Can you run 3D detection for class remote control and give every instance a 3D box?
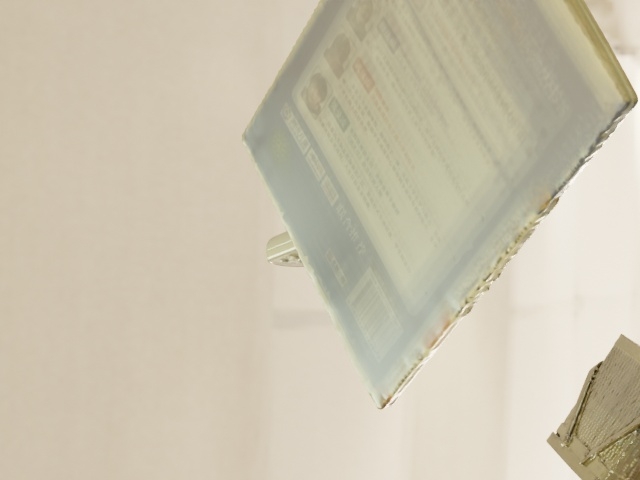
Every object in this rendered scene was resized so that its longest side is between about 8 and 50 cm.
[{"bbox_3d":[0.000,0.000,2.212,0.221,0.078,0.042,156,118,-64],"label":"remote control"}]

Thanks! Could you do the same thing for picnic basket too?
[{"bbox_3d":[0.346,0.207,1.803,0.139,0.165,0.266,-56,8,3],"label":"picnic basket"}]

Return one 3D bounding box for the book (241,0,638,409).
[{"bbox_3d":[0.057,-0.072,1.100,0.018,0.322,0.228,-10,-118,-33],"label":"book"}]
